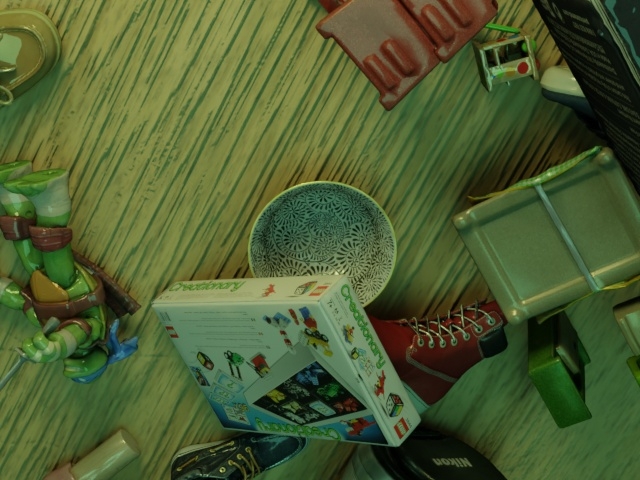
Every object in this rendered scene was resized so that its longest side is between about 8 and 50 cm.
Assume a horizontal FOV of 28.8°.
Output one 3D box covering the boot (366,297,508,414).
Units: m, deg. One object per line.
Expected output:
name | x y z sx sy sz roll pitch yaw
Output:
boot | 0.125 0.101 1.448 0.176 0.088 0.244 -37 144 9

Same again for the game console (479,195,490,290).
game console | 0.251 -0.004 1.496 0.122 0.071 0.107 -13 140 2

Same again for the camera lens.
camera lens | 0.101 0.380 1.517 0.219 0.219 0.274 22 107 -11

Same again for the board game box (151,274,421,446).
board game box | -0.047 0.134 1.404 0.053 0.305 0.193 -42 115 -35

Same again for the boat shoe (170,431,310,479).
boat shoe | -0.099 0.279 1.542 0.183 0.083 0.065 -18 110 4

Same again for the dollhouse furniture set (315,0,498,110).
dollhouse furniture set | 0.000 -0.338 1.259 0.152 0.201 0.374 -39 108 11

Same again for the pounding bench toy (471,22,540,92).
pounding bench toy | 0.206 -0.217 1.393 0.065 0.052 0.083 -16 110 3

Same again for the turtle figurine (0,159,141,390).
turtle figurine | -0.347 0.059 1.390 0.274 0.198 0.266 -8 107 -4

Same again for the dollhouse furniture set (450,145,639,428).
dollhouse furniture set | 0.298 0.032 1.420 0.197 0.151 0.302 -24 107 20

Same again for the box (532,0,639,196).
box | 0.522 -0.171 1.172 0.479 0.297 0.472 -31 107 5

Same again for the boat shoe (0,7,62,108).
boat shoe | -0.416 -0.165 1.358 0.285 0.089 0.105 -24 109 5

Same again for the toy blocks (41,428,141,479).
toy blocks | -0.246 0.452 1.493 0.260 0.288 0.309 -38 110 4

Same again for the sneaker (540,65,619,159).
sneaker | 0.390 -0.082 1.411 0.350 0.131 0.148 22 103 -11

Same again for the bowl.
bowl | 0.000 0.000 1.447 0.170 0.080 0.170 -1 110 -3
